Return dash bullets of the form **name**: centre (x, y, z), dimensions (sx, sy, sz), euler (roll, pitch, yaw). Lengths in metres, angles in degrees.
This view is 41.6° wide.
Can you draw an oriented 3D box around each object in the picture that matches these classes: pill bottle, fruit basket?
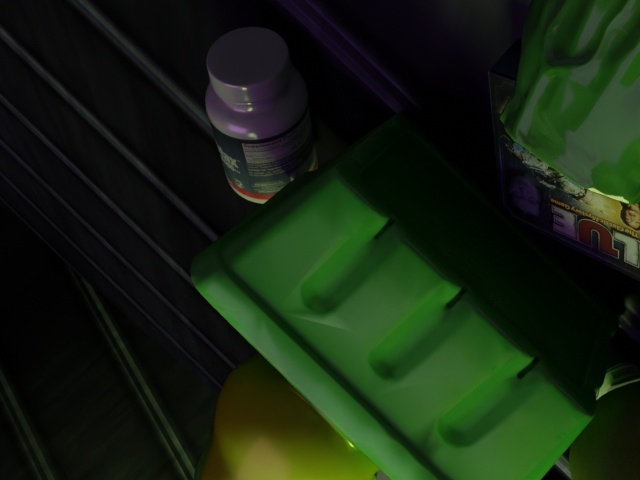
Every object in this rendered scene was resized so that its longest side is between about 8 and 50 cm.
- **pill bottle**: centre (-0.063, -0.130, 0.885), dimensions (0.108, 0.108, 0.180), euler (34, 157, 24)
- **fruit basket**: centre (0.040, 0.122, 0.813), dimensions (0.391, 0.283, 0.392), euler (12, 119, 22)

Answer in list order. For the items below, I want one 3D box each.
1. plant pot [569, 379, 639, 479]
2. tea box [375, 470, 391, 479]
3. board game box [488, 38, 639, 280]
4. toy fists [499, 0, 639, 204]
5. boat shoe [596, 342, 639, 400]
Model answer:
- **plant pot**: centre (0.322, 0.211, 0.657), dimensions (0.275, 0.275, 0.293), euler (47, 174, -8)
- **tea box**: centre (0.216, 0.493, 1.313), dimensions (0.323, 0.220, 0.329), euler (33, 169, 26)
- **board game box**: centre (0.237, -0.034, 0.605), dimensions (0.243, 0.042, 0.165), euler (30, 155, 33)
- **toy fists**: centre (0.234, -0.067, 0.441), dimensions (0.279, 0.096, 0.142), euler (38, 136, 20)
- **boat shoe**: centre (0.293, 0.147, 0.853), dimensions (0.142, 0.049, 0.040), euler (77, 175, -58)
